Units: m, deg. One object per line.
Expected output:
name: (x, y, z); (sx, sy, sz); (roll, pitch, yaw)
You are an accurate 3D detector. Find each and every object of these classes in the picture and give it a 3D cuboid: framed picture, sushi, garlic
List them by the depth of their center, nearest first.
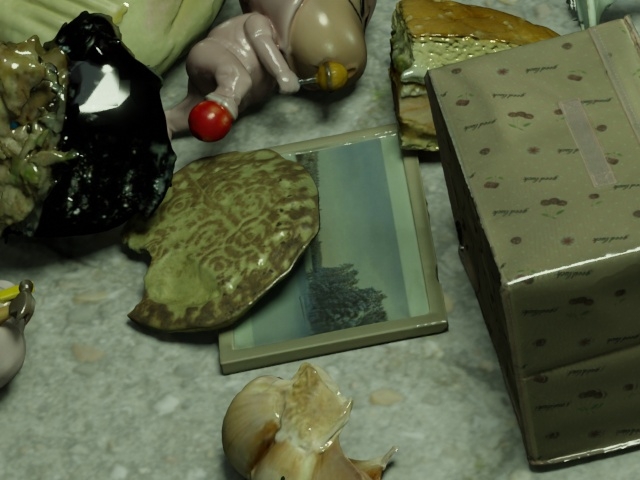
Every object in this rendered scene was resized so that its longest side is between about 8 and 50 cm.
garlic: (-0.015, 0.178, 1.664); (0.124, 0.099, 0.174); (-44, 43, -3)
framed picture: (0.000, 0.000, 1.895); (0.213, 0.016, 0.289); (-11, 42, 4)
sushi: (-0.281, -0.104, 1.901); (0.219, 0.238, 0.225); (0, 8, -38)

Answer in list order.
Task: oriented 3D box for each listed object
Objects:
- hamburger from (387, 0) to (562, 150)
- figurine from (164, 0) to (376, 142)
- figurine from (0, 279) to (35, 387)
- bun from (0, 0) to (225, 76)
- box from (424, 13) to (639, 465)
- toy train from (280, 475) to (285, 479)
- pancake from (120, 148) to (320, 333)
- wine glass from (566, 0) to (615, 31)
hamburger: (0.169, -0.177, 1.947); (0.208, 0.135, 0.155); (-2, 39, 2)
figurine: (-0.043, -0.189, 2.026); (0.186, 0.176, 0.287); (38, 68, 22)
figurine: (-0.342, 0.087, 1.835); (0.229, 0.112, 0.137); (9, 38, 41)
bun: (-0.247, -0.297, 2.137); (0.361, 0.213, 0.361); (-7, 70, 20)
box: (0.218, -0.004, 1.685); (0.190, 0.225, 0.297); (-13, 41, 1)
toy train: (-0.005, 0.349, 1.433); (0.253, 0.160, 0.397); (26, 55, 28)
pancake: (-0.097, -0.004, 1.886); (0.212, 0.029, 0.235); (-19, 42, 16)
wine glass: (0.404, -0.275, 1.992); (0.321, 0.143, 0.143); (-10, 43, 2)
